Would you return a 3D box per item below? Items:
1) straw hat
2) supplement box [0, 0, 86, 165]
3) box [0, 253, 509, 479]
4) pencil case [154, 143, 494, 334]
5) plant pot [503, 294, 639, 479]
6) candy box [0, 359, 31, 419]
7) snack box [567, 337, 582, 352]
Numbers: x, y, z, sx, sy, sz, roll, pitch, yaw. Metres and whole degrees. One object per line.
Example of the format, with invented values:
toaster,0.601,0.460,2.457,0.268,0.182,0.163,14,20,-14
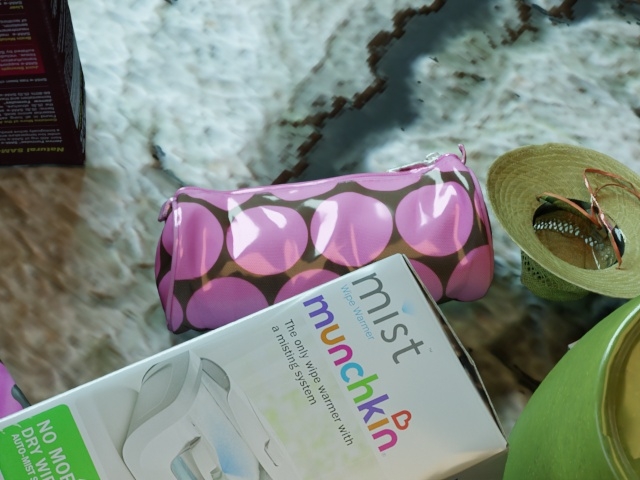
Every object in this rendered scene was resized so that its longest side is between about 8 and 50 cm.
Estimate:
straw hat,0.156,0.006,1.178,0.144,0.061,0.144,16,40,-14
supplement box,-0.223,-0.135,1.161,0.130,0.239,0.073,-2,59,-1
box,-0.037,0.151,0.987,0.231,0.262,0.127,-22,63,-12
pencil case,0.000,0.000,1.170,0.209,0.095,0.098,-7,93,-5
plant pot,0.206,0.129,0.954,0.275,0.293,0.275,-3,65,8
candy box,-0.254,0.121,1.115,0.159,0.071,0.233,-32,64,-15
snack box,0.221,0.125,1.133,0.064,0.022,0.178,-26,64,-10
